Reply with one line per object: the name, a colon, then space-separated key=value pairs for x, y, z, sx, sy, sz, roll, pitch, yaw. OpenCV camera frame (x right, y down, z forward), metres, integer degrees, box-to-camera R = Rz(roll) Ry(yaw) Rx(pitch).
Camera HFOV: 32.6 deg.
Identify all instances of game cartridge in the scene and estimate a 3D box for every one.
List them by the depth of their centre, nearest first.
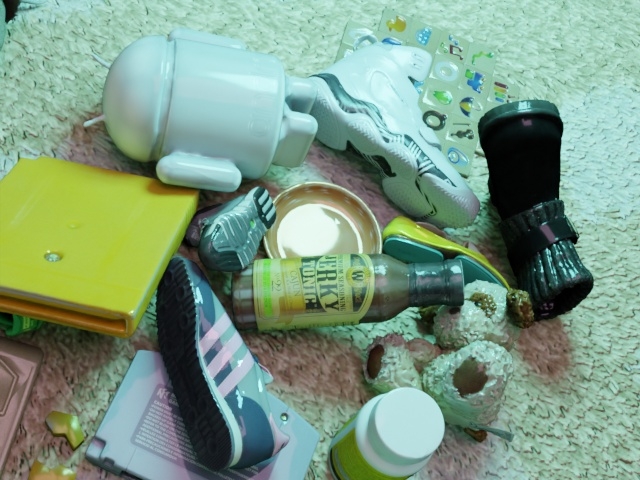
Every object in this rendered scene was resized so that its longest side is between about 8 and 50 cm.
game cartridge: x=-0.349 y=-0.003 z=1.549 sx=0.285 sy=0.053 sz=0.324 roll=12 pitch=34 yaw=5
game cartridge: x=-0.159 y=0.284 z=1.564 sx=0.297 sy=0.062 sz=0.198 roll=26 pitch=56 yaw=-3

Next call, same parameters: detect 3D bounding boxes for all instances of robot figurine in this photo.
robot figurine: x=-0.184 y=-0.208 z=1.705 sx=0.353 sy=0.200 sz=0.300 roll=7 pitch=54 yaw=-14

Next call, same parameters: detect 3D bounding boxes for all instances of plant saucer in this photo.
plant saucer: x=0.000 y=0.000 z=1.756 sx=0.199 sy=0.037 sz=0.200 roll=7 pitch=63 yaw=-14

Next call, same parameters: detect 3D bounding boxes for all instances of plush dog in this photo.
plush dog: x=0.230 y=0.166 z=1.665 sx=0.210 sy=0.262 sz=0.225 roll=39 pitch=66 yaw=-35

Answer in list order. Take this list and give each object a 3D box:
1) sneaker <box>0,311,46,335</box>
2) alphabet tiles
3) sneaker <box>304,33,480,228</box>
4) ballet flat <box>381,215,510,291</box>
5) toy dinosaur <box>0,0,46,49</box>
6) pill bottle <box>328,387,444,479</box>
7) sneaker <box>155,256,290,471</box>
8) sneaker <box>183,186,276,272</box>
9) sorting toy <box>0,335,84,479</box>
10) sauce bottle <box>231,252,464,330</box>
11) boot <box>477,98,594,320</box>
sneaker: x=-0.393 y=0.089 z=1.544 sx=0.295 sy=0.109 sz=0.123 roll=5 pitch=41 yaw=-5
alphabet tiles: x=0.187 y=-0.268 z=1.956 sx=0.342 sy=0.011 sz=0.285 roll=20 pitch=62 yaw=-7
sneaker: x=0.149 y=-0.194 z=1.822 sx=0.366 sy=0.137 sz=0.210 roll=38 pitch=64 yaw=7
ballet flat: x=0.211 y=0.023 z=1.792 sx=0.231 sy=0.077 sz=0.077 roll=25 pitch=45 yaw=-2
toy dinosaur: x=-0.552 y=-0.329 z=1.700 sx=0.160 sy=0.121 sz=0.314 roll=9 pitch=58 yaw=2
pill bottle: x=0.093 y=0.286 z=1.548 sx=0.119 sy=0.208 sz=0.119 roll=6 pitch=64 yaw=-13
sneaker: x=-0.141 y=0.171 z=1.552 sx=0.131 sy=0.112 sz=0.319 roll=3 pitch=60 yaw=-41
sneaker: x=-0.161 y=-0.002 z=1.648 sx=0.086 sy=0.132 sz=0.229 roll=69 pitch=26 yaw=-14
sorting toy: x=-0.468 y=0.232 z=1.500 sx=0.307 sy=0.041 sz=0.229 roll=18 pitch=62 yaw=-8
sauce bottle: x=0.041 y=0.072 z=1.634 sx=0.344 sy=0.111 sz=0.111 roll=-5 pitch=65 yaw=3
boot: x=0.341 y=-0.041 z=1.717 sx=0.131 sy=0.348 sz=0.260 roll=-12 pitch=63 yaw=8
